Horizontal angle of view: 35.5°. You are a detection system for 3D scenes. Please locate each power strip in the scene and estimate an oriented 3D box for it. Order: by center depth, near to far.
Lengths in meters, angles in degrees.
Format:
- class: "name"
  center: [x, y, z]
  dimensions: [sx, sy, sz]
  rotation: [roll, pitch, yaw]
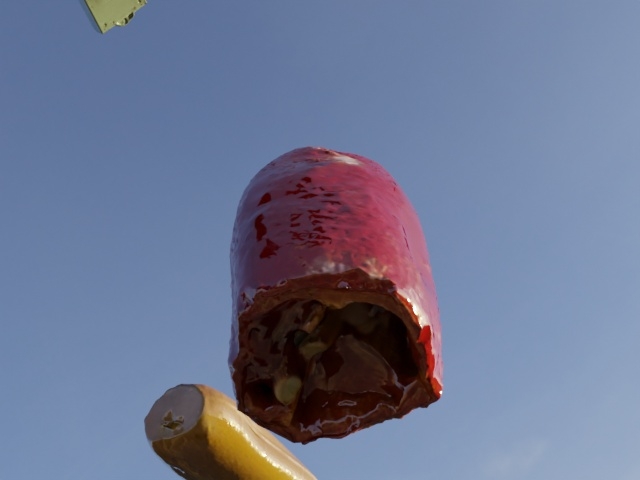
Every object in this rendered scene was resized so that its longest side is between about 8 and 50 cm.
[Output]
- class: "power strip"
  center: [-0.180, -0.224, 0.767]
  dimensions: [0.051, 0.019, 0.136]
  rotation: [-39, -45, -14]

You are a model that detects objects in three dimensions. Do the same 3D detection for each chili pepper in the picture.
- class: "chili pepper"
  center: [0.003, -0.004, 0.709]
  dimensions: [0.134, 0.338, 0.131]
  rotation: [-18, -69, 6]

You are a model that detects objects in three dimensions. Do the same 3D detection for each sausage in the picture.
- class: "sausage"
  center: [-0.076, 0.286, 1.204]
  dimensions: [0.112, 0.112, 0.328]
  rotation: [-30, -53, 20]
